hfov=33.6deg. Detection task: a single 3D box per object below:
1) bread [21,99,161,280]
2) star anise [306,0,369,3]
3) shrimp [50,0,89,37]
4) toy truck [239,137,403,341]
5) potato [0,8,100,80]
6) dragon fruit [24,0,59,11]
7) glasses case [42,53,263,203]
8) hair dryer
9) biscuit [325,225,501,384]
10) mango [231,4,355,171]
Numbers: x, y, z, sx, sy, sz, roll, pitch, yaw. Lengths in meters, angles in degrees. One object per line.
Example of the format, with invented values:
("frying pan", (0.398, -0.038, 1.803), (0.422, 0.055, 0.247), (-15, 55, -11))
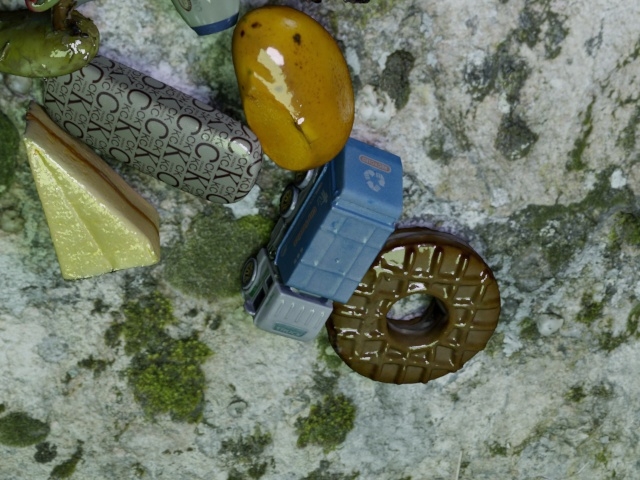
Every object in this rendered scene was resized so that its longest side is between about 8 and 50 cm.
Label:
("bread", (-0.350, -0.088, 1.645), (0.163, 0.168, 0.264), (-11, 122, -5))
("star anise", (0.004, -0.384, 1.497), (0.271, 0.103, 0.272), (6, 157, 3))
("shrimp", (-0.293, -0.338, 1.428), (0.195, 0.148, 0.035), (-17, 137, 28))
("toy truck", (0.000, 0.000, 1.762), (0.146, 0.175, 0.367), (18, 118, -23))
("potato", (-0.422, -0.286, 1.517), (0.225, 0.117, 0.090), (5, 134, 14))
("dragon fruit", (-0.404, -0.420, 1.424), (0.198, 0.272, 0.219), (-32, 118, -40))
("glasses case", (-0.255, -0.170, 1.601), (0.354, 0.085, 0.137), (26, 129, 2))
("hair dryer", (-0.255, -0.445, 1.483), (0.298, 0.119, 0.296), (7, 113, 6))
("biscuit", (0.164, 0.124, 1.909), (0.331, 0.103, 0.332), (-5, 123, -8))
("mango", (-0.042, -0.239, 1.586), (0.159, 0.191, 0.290), (6, 147, 28))
